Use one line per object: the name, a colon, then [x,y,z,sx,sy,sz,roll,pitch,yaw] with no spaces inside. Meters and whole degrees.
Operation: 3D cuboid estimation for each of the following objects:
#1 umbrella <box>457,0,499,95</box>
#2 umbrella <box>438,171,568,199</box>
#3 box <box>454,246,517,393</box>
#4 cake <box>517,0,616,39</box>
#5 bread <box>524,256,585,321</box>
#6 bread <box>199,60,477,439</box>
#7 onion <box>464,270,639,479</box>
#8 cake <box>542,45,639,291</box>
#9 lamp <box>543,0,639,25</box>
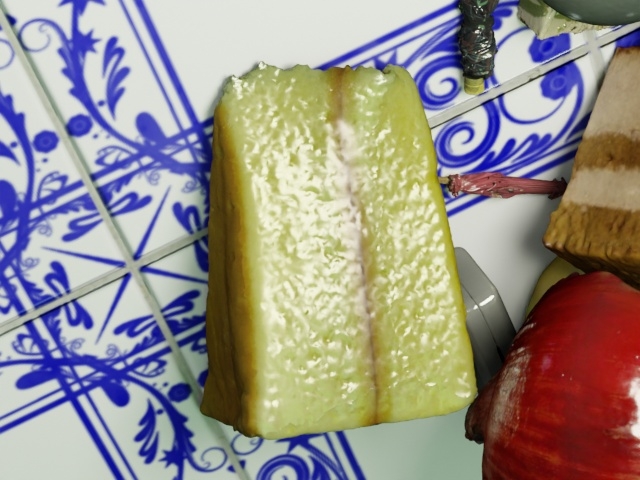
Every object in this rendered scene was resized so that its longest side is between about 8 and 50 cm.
umbrella: [0.148,-0.201,1.867,0.037,0.040,0.144,-20,131,-22]
umbrella: [0.180,-0.055,1.993,0.165,0.025,0.027,1,101,-25]
box: [0.180,0.120,2.065,0.055,0.103,0.243,-31,129,-4]
cake: [0.250,-0.228,1.898,0.140,0.055,0.051,-11,128,-36]
bread: [0.316,0.088,2.099,0.213,0.104,0.213,-12,125,-17]
bread: [0.000,0.000,1.943,0.233,0.245,0.361,-7,96,-15]
onion: [0.300,0.207,1.902,0.341,0.341,0.341,-11,127,-15]
cake: [0.375,-0.079,1.927,0.199,0.196,0.293,24,79,-34]
lamp: [0.294,-0.290,1.815,0.314,0.182,0.182,-13,136,-56]
